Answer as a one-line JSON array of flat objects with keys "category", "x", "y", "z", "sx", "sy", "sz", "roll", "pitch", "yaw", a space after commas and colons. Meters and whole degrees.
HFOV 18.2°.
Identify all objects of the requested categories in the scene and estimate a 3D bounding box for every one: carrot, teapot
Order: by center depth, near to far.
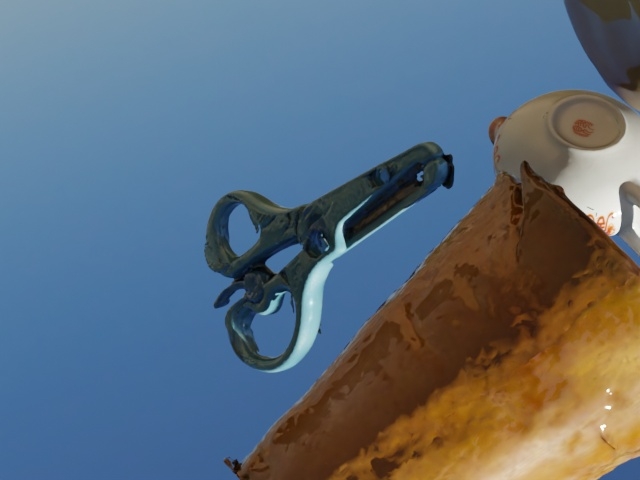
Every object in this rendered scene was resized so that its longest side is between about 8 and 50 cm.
[{"category": "carrot", "x": 0.086, "y": 0.105, "z": 1.206, "sx": 0.254, "sy": 0.196, "sz": 0.196, "roll": -42, "pitch": -166, "yaw": -3}, {"category": "teapot", "x": 0.249, "y": -0.065, "z": 1.860, "sx": 0.159, "sy": 0.245, "sz": 0.116, "roll": -14, "pitch": 144, "yaw": -31}]

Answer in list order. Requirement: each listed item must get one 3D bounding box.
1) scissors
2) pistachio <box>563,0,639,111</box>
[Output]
[{"category": "scissors", "x": 0.000, "y": 0.000, "z": 1.819, "sx": 0.032, "sy": 0.180, "sz": 0.393, "roll": -13, "pitch": 168, "yaw": -37}, {"category": "pistachio", "x": 0.254, "y": -0.218, "z": 1.143, "sx": 0.226, "sy": 0.331, "sz": 0.208, "roll": 14, "pitch": -157, "yaw": 4}]
